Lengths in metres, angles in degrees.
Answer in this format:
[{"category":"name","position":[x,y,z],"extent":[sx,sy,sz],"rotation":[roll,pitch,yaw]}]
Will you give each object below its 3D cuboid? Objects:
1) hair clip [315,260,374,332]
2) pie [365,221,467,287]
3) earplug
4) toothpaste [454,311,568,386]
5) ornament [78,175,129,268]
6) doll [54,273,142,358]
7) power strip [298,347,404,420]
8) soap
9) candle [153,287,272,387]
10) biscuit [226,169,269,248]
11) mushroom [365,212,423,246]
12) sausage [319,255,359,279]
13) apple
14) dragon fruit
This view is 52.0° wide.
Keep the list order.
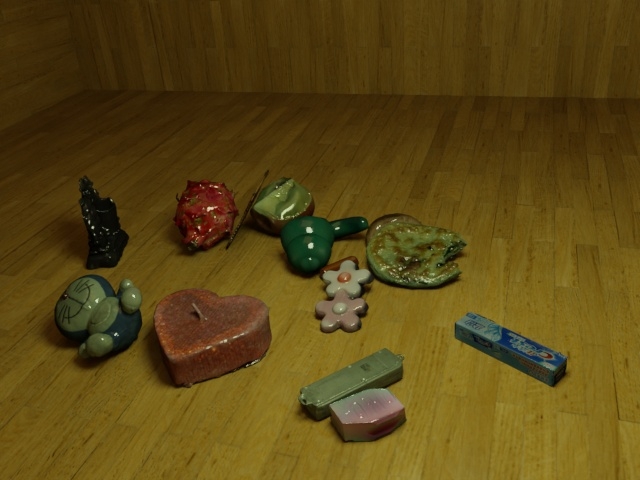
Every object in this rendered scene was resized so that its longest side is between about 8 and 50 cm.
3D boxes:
[{"category":"hair clip","position":[0.064,0.155,1.789],"extent":[0.146,0.075,0.257],"rotation":[6,35,10]},{"category":"pie","position":[0.281,0.037,1.941],"extent":[0.302,0.067,0.303],"rotation":[-4,40,3]},{"category":"earplug","position":[0.002,0.006,2.012],"extent":[0.257,0.164,0.280],"rotation":[23,39,-14]},{"category":"toothpaste","position":[0.448,0.253,1.562],"extent":[0.066,0.053,0.272],"rotation":[-27,36,-35]},{"category":"ornament","position":[-0.721,-0.069,2.117],"extent":[0.106,0.261,0.251],"rotation":[-11,30,1]},{"category":"doll","position":[-0.584,0.189,1.716],"extent":[0.258,0.154,0.228],"rotation":[23,75,23]},{"category":"power strip","position":[0.072,0.325,1.491],"extent":[0.272,0.052,0.078],"rotation":[-21,33,-26]},{"category":"soap","position":[0.105,0.371,1.398],"extent":[0.149,0.056,0.100],"rotation":[-16,33,-20]},{"category":"candle","position":[-0.299,0.230,1.644],"extent":[0.316,0.132,0.287],"rotation":[8,34,23]},{"category":"biscuit","position":[-0.238,-0.106,2.167],"extent":[0.013,0.232,0.237],"rotation":[28,30,-5]},{"category":"mushroom","position":[0.236,-0.039,2.092],"extent":[0.209,0.094,0.072],"rotation":[-15,33,-9]},{"category":"sausage","position":[0.058,0.081,1.945],"extent":[0.131,0.041,0.039],"rotation":[-22,11,-29]},{"category":"apple","position":[-0.127,-0.109,2.189],"extent":[0.207,0.174,0.188],"rotation":[28,69,37]},{"category":"dragon fruit","position":[-0.377,-0.073,2.142],"extent":[0.205,0.210,0.268],"rotation":[7,52,8]}]
